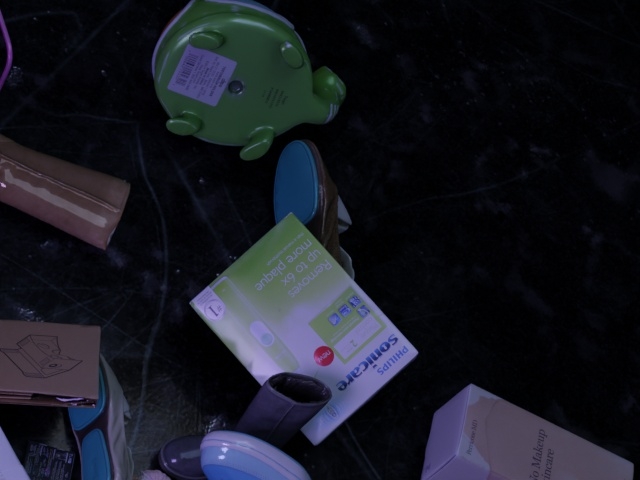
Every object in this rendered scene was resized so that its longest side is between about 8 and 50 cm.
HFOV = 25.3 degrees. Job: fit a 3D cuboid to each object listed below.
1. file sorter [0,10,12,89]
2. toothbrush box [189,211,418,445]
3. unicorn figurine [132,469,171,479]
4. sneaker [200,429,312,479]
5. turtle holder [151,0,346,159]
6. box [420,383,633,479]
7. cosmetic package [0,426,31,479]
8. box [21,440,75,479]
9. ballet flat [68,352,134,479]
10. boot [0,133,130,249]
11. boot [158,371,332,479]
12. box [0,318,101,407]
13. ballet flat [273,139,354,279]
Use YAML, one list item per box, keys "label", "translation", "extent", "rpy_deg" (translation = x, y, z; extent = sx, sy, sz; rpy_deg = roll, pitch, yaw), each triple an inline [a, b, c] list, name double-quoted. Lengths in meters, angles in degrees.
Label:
- label: "file sorter"
  translation: [-0.623, -0.290, 2.084]
  extent: [0.291, 0.182, 0.202]
  rpy_deg: [-6, 62, -33]
- label: "toothbrush box"
  translation: [-0.022, 0.133, 2.121]
  extent: [0.206, 0.122, 0.283]
  rpy_deg: [-41, 84, -2]
- label: "unicorn figurine"
  translation: [-0.202, 0.363, 1.940]
  extent: [0.060, 0.162, 0.111]
  rpy_deg: [15, 66, -51]
- label: "sneaker"
  translation: [-0.079, 0.413, 1.892]
  extent: [0.319, 0.127, 0.208]
  rpy_deg: [52, 45, -31]
- label: "turtle holder"
  translation: [-0.116, -0.293, 2.341]
  extent: [0.320, 0.243, 0.227]
  rpy_deg: [-8, 34, -5]
- label: "box"
  translation: [0.324, 0.366, 2.228]
  extent: [0.311, 0.121, 0.148]
  rpy_deg: [26, 50, -13]
- label: "cosmetic package"
  translation: [-0.518, 0.388, 1.731]
  extent: [0.377, 0.097, 0.284]
  rpy_deg: [-20, 69, -38]
- label: "box"
  translation: [-0.372, 0.318, 1.919]
  extent: [0.067, 0.018, 0.083]
  rpy_deg: [19, 51, -19]
- label: "ballet flat"
  translation: [-0.297, 0.265, 1.966]
  extent: [0.086, 0.086, 0.248]
  rpy_deg: [9, 49, -26]
- label: "boot"
  translation: [-0.431, -0.054, 2.099]
  extent: [0.270, 0.089, 0.236]
  rpy_deg: [26, 51, -15]
- label: "boot"
  translation: [-0.107, 0.261, 1.986]
  extent: [0.190, 0.208, 0.076]
  rpy_deg: [1, 58, -30]
- label: "box"
  translation: [-0.380, 0.164, 1.926]
  extent: [0.165, 0.021, 0.201]
  rpy_deg: [4, 23, -9]
- label: "ballet flat"
  translation: [0.000, 0.000, 2.311]
  extent: [0.124, 0.116, 0.342]
  rpy_deg: [23, 48, -40]
